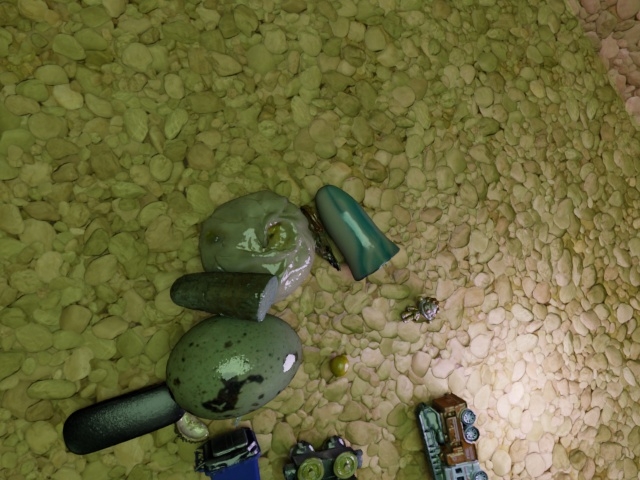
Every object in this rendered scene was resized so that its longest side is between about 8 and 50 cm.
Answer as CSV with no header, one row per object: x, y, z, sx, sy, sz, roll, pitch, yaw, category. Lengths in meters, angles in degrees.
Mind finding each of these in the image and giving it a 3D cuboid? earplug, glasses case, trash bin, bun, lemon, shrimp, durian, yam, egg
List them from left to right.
-0.546,0.497,1.137,0.321,0.082,0.122,-15,90,-17,glasses case
-0.390,0.563,1.194,0.130,0.052,0.066,39,78,-2,durian
-0.268,0.147,1.095,0.331,0.133,0.133,0,83,21,yam
-0.255,0.697,1.173,0.184,0.162,0.234,-12,94,-17,trash bin
-0.238,0.343,1.141,0.380,0.288,0.287,-13,89,-27,egg
-0.185,0.023,1.222,0.366,0.219,0.364,2,83,-13,bun
-0.005,0.004,1.333,0.066,0.117,0.262,-31,98,-4,shrimp
0.065,0.416,1.340,0.062,0.062,0.083,23,78,-13,lemon
0.097,-0.046,1.341,0.185,0.185,0.324,-37,91,-17,earplug

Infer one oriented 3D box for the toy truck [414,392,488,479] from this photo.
0.448,0.725,1.394,0.185,0.133,0.337,-9,85,-7,toy truck

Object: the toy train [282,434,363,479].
0.009,0.730,1.260,0.261,0.134,0.177,-1,92,-17,toy train

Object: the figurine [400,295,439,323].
0.363,0.257,1.447,0.101,0.068,0.143,44,87,-5,figurine

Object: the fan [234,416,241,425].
-0.197,0.436,1.286,0.191,0.009,0.328,30,77,-12,fan
